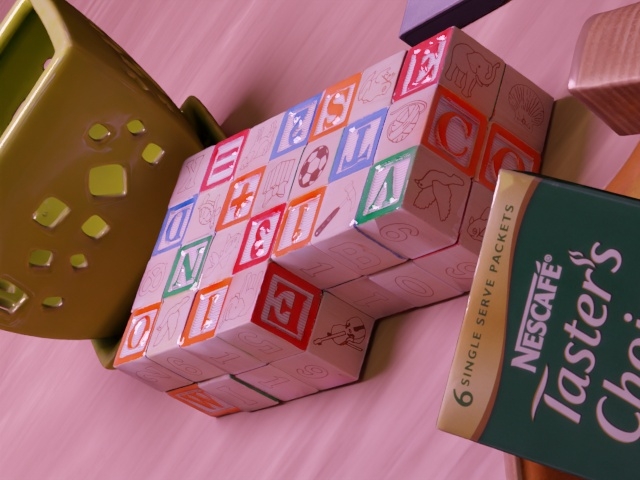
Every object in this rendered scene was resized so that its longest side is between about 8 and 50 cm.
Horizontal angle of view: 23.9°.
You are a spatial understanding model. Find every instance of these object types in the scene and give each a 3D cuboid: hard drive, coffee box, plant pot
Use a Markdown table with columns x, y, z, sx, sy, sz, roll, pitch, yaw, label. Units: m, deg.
| x | y | z | sx | sy | sz | roll | pitch | yaw | label |
| --- | --- | --- | --- | --- | --- | --- | --- | --- | --- |
| 0.105 | -0.209 | 1.073 | 0.094 | 0.022 | 0.135 | -24 | 42 | 49 | hard drive |
| 0.143 | 0.047 | 0.576 | 0.184 | 0.040 | 0.113 | 18 | 98 | 23 | coffee box |
| -0.190 | -0.043 | 1.200 | 0.227 | 0.207 | 0.228 | -55 | 27 | 9 | plant pot |

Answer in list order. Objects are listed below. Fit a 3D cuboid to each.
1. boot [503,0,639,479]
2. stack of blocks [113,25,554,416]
| x | y | z | sx | sy | sz | roll | pitch | yaw | label |
| --- | --- | --- | --- | --- | --- | --- | --- | --- | --- |
| 0.192 | 0.013 | 0.619 | 0.211 | 0.104 | 0.295 | -4 | 71 | 43 | boot |
| 0.000 | 0.000 | 0.963 | 0.297 | 0.087 | 0.171 | -21 | 45 | 50 | stack of blocks |
